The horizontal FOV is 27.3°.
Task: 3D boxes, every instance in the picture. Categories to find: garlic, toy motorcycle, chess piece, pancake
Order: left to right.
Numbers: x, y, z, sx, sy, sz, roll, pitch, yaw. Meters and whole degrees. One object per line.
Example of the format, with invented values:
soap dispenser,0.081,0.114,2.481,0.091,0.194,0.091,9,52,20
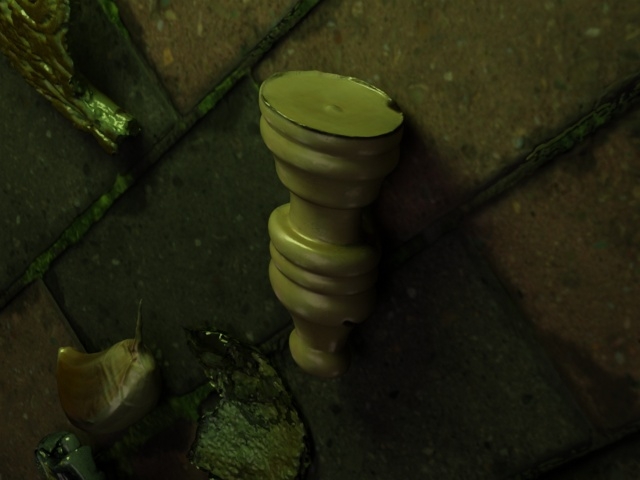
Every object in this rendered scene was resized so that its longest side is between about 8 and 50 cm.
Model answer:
pancake,-0.308,-0.264,1.437,0.197,0.054,0.376,-2,120,54
toy motorcycle,-0.320,0.311,1.735,0.193,0.061,0.124,38,137,33
garlic,-0.249,0.163,1.593,0.198,0.090,0.128,-32,74,49
chess piece,0.000,0.000,1.291,0.139,0.124,0.307,7,122,5

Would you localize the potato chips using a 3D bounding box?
potato chips,-0.096,0.198,1.518,0.202,0.029,0.220,-2,110,41
